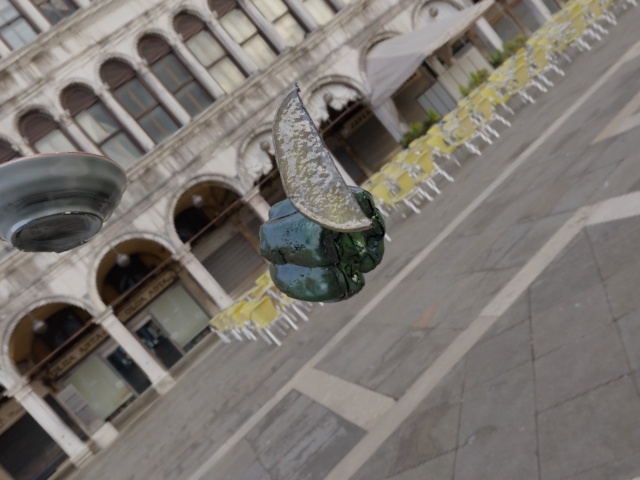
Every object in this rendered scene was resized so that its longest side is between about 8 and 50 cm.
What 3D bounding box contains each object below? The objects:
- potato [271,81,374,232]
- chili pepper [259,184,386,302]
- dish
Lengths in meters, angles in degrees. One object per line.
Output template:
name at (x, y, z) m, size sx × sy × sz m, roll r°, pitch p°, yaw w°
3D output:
potato at (-0.021, -0.107, 0.939) m, size 0.100 × 0.261 × 0.120 m, roll -28°, pitch -5°, yaw -5°
chili pepper at (0.000, 0.000, 1.256) m, size 0.256 × 0.234 × 0.248 m, roll 1°, pitch 30°, yaw 37°
dish at (-0.443, -0.043, 0.954) m, size 0.260 × 0.086 × 0.260 m, roll -20°, pitch -15°, yaw -6°
